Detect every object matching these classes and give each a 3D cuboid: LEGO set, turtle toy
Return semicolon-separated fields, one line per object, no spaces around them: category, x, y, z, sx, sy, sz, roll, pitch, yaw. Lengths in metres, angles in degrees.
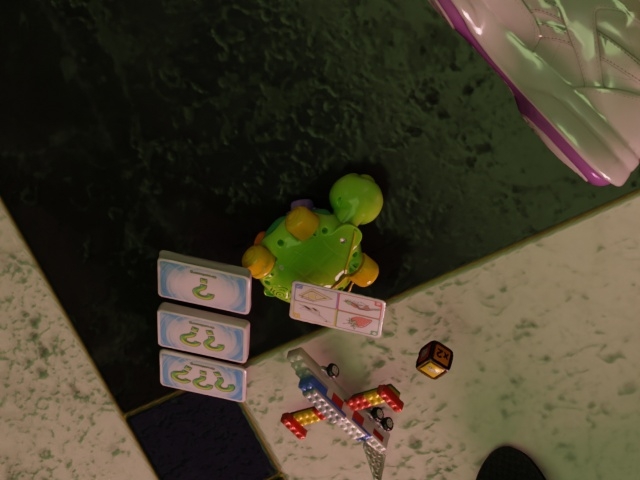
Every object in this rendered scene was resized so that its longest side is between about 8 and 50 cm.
LEGO set;-0.019;0.106;1.536;0.244;0.060;0.182;12;140;5
turtle toy;0.000;0.000;1.529;0.130;0.066;0.095;-42;119;17

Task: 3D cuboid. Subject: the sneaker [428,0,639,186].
sneaker;0.170;-0.191;1.429;0.152;0.114;0.305;-40;101;6

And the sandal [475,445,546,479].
sandal;0.185;0.256;1.575;0.067;0.040;0.179;-33;75;17
